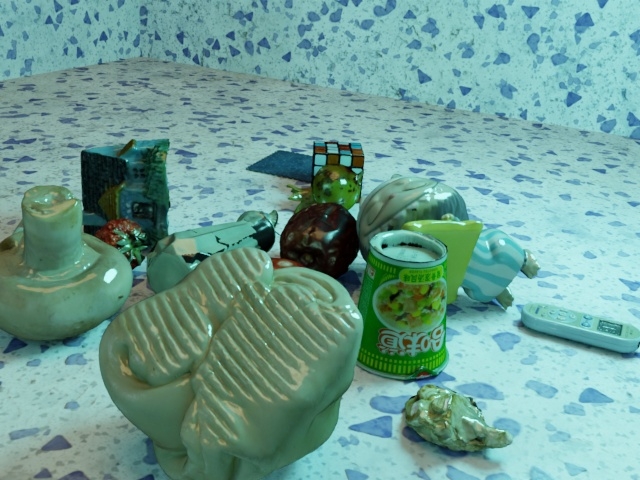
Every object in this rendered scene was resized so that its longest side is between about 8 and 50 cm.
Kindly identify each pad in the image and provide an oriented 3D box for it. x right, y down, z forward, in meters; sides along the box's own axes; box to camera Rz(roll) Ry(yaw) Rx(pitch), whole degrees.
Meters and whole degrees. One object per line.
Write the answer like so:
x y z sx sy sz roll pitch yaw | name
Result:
-0.081 -0.255 2.502 0.269 0.012 0.270 12 24 18 | pad

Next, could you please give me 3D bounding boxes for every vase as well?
-0.235 0.026 1.648 0.165 0.165 0.360 14 21 21 | vase

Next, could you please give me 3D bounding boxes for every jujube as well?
0.000 0.000 1.705 0.183 0.183 0.243 10 18 14 | jujube

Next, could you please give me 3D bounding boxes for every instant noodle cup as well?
0.160 0.114 1.391 0.207 0.232 0.207 4 23 -2 | instant noodle cup

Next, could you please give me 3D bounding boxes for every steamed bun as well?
-0.109 0.201 1.125 0.368 0.255 0.342 -36 57 -15 | steamed bun

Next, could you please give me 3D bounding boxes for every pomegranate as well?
0.012 -0.151 2.101 0.220 0.156 0.156 5 23 2 | pomegranate

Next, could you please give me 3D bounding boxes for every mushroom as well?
-0.511 0.030 1.404 0.293 0.290 0.292 6 27 -3 | mushroom

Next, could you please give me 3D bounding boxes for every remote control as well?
0.543 0.182 1.534 0.244 0.047 0.087 14 22 22 | remote control

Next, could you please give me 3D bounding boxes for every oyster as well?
0.227 0.285 1.204 0.191 0.081 0.163 18 22 21 | oyster

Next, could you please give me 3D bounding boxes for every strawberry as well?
-0.472 0.009 1.671 0.148 0.131 0.131 15 25 19 | strawberry

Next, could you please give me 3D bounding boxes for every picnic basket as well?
-0.138 -0.043 1.940 0.083 0.083 0.065 43 0 -33 | picnic basket

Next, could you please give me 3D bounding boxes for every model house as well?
-0.484 -0.116 1.786 0.241 0.261 0.226 1 23 -10 | model house

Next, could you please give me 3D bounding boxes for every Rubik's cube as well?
0.048 -0.212 2.239 0.155 0.154 0.151 3 22 -3 | Rubik's cube

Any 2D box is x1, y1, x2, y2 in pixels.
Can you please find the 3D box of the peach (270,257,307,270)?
-0.090 0.100 1.555 0.151 0.151 0.118 -22 -10 -46 | peach

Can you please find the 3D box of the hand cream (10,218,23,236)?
-0.680 -0.023 1.783 0.147 0.093 0.306 0 32 -6 | hand cream

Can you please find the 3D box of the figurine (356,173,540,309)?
0.252 -0.050 1.652 0.361 0.266 0.377 14 39 -24 | figurine
